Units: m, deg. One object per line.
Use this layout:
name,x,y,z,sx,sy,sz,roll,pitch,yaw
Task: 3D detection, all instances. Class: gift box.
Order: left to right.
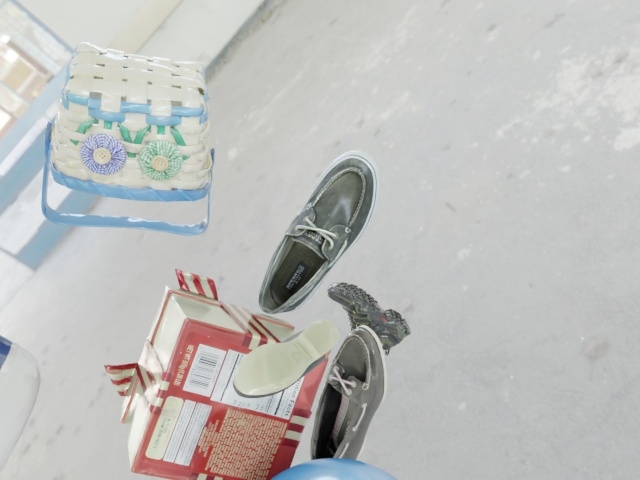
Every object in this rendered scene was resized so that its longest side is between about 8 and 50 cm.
gift box,-0.172,0.203,0.938,0.255,0.276,0.258,-66,20,-3

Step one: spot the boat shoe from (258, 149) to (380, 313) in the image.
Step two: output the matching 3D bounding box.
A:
boat shoe,0.000,0.000,1.071,0.335,0.121,0.119,-62,-8,17

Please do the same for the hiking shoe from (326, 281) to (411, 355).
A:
hiking shoe,0.096,0.188,1.427,0.114,0.227,0.086,-53,11,17

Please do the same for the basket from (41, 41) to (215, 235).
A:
basket,-0.282,-0.124,0.905,0.289,0.255,0.201,109,157,-45

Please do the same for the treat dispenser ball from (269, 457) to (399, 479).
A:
treat dispenser ball,0.019,0.419,0.755,0.288,0.288,0.288,-35,31,25

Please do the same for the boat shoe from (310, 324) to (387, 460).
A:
boat shoe,0.048,0.319,1.183,0.112,0.095,0.335,34,128,38

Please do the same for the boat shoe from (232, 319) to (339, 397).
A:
boat shoe,-0.036,0.124,0.623,0.137,0.049,0.043,-26,-16,-43

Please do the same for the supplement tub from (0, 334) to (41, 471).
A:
supplement tub,-0.369,0.095,0.365,0.228,0.316,0.228,-42,24,24
